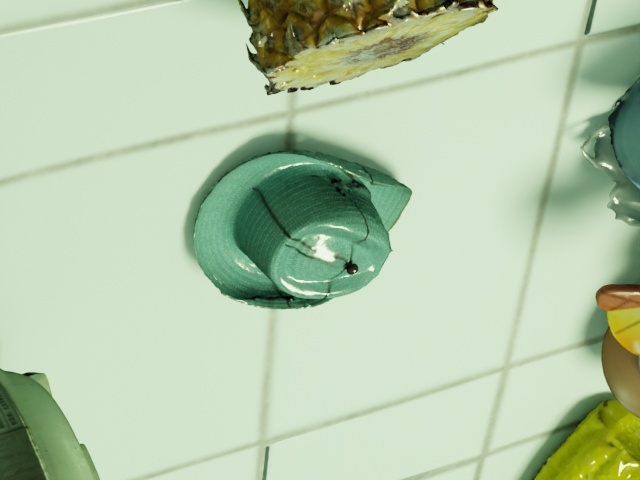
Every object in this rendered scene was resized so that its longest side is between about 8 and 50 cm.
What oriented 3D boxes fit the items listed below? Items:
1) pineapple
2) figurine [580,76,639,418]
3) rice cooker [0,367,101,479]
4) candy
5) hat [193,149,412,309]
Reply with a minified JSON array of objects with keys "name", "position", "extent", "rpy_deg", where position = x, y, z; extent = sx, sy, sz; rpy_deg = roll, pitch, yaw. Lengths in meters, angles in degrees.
[{"name":"pineapple","position":[0.018,-0.184,1.172],"extent":[0.162,0.136,0.176],"rpy_deg":[-18,176,7]},{"name":"figurine","position":[0.357,0.015,1.547],"extent":[0.277,0.248,0.388],"rpy_deg":[-30,132,-1]},{"name":"rice cooker","position":[-0.290,0.241,1.269],"extent":[0.277,0.288,0.288],"rpy_deg":[-15,137,-22]},{"name":"candy","position":[0.257,0.251,1.806],"extent":[0.106,0.094,0.199],"rpy_deg":[5,133,-45]},{"name":"hat","position":[0.000,0.000,1.377],"extent":[0.191,0.078,0.138],"rpy_deg":[6,124,-39]}]
